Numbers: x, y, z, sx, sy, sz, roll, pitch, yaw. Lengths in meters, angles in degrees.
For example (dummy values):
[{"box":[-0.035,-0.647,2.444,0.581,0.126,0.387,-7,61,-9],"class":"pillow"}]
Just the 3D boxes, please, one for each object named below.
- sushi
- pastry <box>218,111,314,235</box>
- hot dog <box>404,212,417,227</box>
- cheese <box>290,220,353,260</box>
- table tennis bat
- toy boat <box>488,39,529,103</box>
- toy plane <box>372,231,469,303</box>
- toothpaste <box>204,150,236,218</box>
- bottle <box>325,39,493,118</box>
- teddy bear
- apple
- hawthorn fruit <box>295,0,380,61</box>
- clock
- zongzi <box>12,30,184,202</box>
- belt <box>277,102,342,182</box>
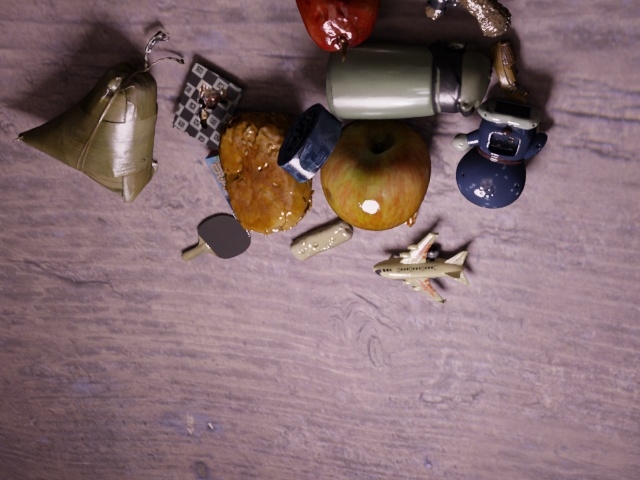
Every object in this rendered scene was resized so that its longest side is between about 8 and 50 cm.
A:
[{"box":[-0.281,-0.336,1.894,0.139,0.031,0.201,30,126,-2],"class":"sushi"},{"box":[-0.127,-0.174,1.870,0.255,0.162,0.310,8,116,33],"class":"pastry"},{"box":[0.222,-0.090,1.887,0.049,0.037,0.122,17,124,22],"class":"hot dog"},{"box":[0.000,0.000,2.028,0.194,0.043,0.064,-25,108,34],"class":"cheese"},{"box":[-0.305,0.007,2.157,0.247,0.022,0.138,-26,112,32],"class":"table tennis bat"},{"box":[0.406,-0.358,1.614,0.049,0.047,0.149,-15,117,28],"class":"toy boat"},{"box":[0.259,0.069,1.951,0.245,0.092,0.228,3,127,19],"class":"toy plane"},{"box":[-0.228,-0.151,1.999,0.070,0.044,0.193,-11,120,27],"class":"toothpaste"},{"box":[0.193,-0.345,1.632,0.347,0.168,0.168,3,125,15],"class":"bottle"},{"box":[0.280,-0.523,1.490,0.252,0.129,0.181,24,93,8],"class":"teddy bear"},{"box":[0.126,-0.144,1.747,0.265,0.264,0.264,10,127,13],"class":"apple"},{"box":[0.042,-0.483,1.545,0.190,0.251,0.189,-11,160,-4],"class":"hawthorn fruit"},{"box":[0.391,-0.188,1.688,0.200,0.146,0.243,13,121,5],"class":"clock"},{"box":[-0.582,-0.352,1.905,0.419,0.181,0.446,21,127,5],"class":"zongzi"},{"box":[-0.028,-0.219,1.686,0.082,0.190,0.141,37,143,-22],"class":"belt"}]
